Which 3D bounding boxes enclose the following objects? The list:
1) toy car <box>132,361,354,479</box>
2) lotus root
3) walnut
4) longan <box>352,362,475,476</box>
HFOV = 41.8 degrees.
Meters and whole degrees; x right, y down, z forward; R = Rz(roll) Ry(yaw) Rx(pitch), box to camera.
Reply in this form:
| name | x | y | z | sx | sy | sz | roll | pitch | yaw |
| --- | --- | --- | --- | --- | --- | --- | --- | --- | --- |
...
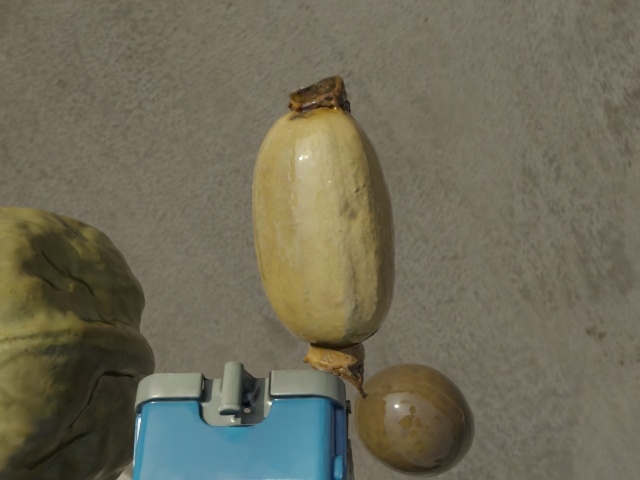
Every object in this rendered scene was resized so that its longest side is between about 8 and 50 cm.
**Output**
| name | x | y | z | sx | sy | sz | roll | pitch | yaw |
| --- | --- | --- | --- | --- | --- | --- | --- | --- | --- |
| toy car | -0.032 | 0.139 | 0.413 | 0.097 | 0.100 | 0.191 | -2 | 142 | 4 |
| lotus root | 0.000 | 0.000 | 0.391 | 0.073 | 0.062 | 0.150 | 8 | 106 | 54 |
| walnut | -0.288 | 0.115 | 0.771 | 0.253 | 0.277 | 0.282 | -36 | 64 | 15 |
| longan | 0.079 | 0.154 | 0.714 | 0.113 | 0.092 | 0.113 | 14 | 158 | 6 |
